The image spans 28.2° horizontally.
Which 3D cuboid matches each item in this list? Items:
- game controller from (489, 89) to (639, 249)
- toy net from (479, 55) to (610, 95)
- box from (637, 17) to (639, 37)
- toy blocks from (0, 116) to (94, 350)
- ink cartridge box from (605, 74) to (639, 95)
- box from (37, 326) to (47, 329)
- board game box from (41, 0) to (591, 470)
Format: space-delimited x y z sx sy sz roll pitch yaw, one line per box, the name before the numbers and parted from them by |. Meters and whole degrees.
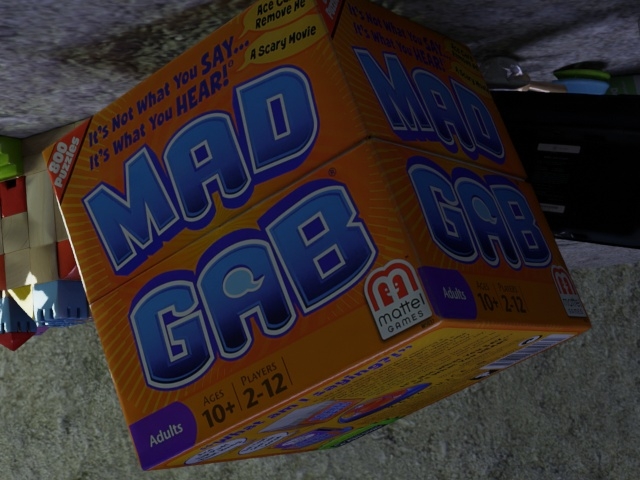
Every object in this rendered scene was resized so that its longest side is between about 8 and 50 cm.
game controller | 0.270 -0.084 1.421 0.319 0.166 0.067 9 178 42
toy net | 0.253 -0.196 1.571 0.232 0.045 0.122 6 178 -44
box | 0.461 -0.201 1.431 0.207 0.114 0.036 -3 171 -19
toy blocks | -0.344 -0.001 1.663 0.381 0.261 0.191 -12 169 33
ink cartridge box | 0.525 -0.124 1.704 0.353 0.119 0.207 -5 147 4
box | -0.477 0.032 1.942 0.117 0.213 0.243 -4 172 -18
board game box | 0.000 0.000 1.330 0.356 0.356 0.356 -29 161 27
